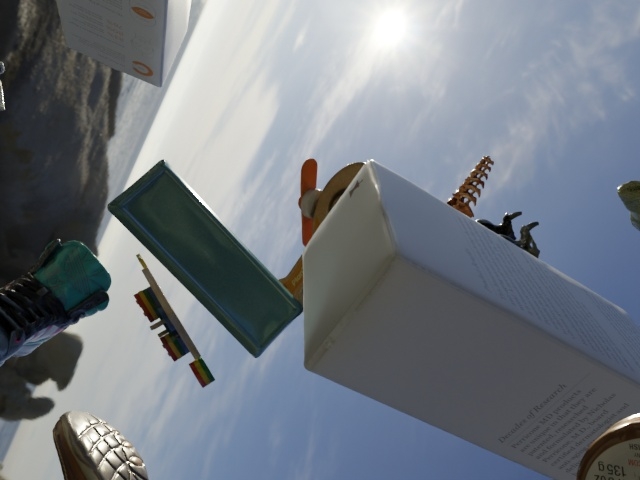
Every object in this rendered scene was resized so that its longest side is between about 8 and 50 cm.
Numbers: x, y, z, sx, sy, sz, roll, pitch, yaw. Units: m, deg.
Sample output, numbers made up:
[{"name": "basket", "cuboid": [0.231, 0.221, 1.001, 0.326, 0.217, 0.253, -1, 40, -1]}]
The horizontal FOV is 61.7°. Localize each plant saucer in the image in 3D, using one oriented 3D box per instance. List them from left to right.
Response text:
[{"name": "plant saucer", "cuboid": [-0.097, 0.018, 0.481, 0.067, 0.192, 0.018, -46, -168, -17]}]

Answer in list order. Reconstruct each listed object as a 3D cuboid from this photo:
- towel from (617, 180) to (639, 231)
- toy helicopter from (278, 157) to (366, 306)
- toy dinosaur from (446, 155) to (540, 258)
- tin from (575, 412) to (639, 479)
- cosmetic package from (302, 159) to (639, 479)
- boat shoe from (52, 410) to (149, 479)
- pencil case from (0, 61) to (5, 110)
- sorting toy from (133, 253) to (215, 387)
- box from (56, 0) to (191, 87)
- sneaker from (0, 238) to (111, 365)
[{"name": "towel", "cuboid": [0.388, -0.032, 0.538, 0.148, 0.110, 0.027, 5, -106, 41]}, {"name": "toy helicopter", "cuboid": [0.000, 0.000, 1.048, 0.235, 0.140, 0.355, 46, -72, 32]}, {"name": "toy dinosaur", "cuboid": [0.292, 0.011, 1.036, 0.164, 0.218, 0.322, -93, -170, -47]}, {"name": "tin", "cuboid": [0.201, 0.194, 0.296, 0.106, 0.040, 0.189, -12, -102, 48]}, {"name": "cosmetic package", "cuboid": [0.209, 0.112, 0.636, 0.161, 0.453, 0.230, -54, -162, 24]}, {"name": "boat shoe", "cuboid": [-0.292, 0.369, 0.720, 0.116, 0.123, 0.324, -47, -124, -2]}, {"name": "pencil case", "cuboid": [-0.328, -0.267, 0.430, 0.410, 0.184, 0.160, -41, -109, 41]}, {"name": "sorting toy", "cuboid": [-0.270, 0.129, 0.911, 0.046, 0.132, 0.274, -31, -134, -16]}, {"name": "box", "cuboid": [-0.376, -0.486, 1.044, 0.345, 0.215, 0.168, 147, -37, -68]}, {"name": "sneaker", "cuboid": [-0.374, 0.079, 0.707, 0.178, 0.124, 0.295, -41, -175, -10]}]
